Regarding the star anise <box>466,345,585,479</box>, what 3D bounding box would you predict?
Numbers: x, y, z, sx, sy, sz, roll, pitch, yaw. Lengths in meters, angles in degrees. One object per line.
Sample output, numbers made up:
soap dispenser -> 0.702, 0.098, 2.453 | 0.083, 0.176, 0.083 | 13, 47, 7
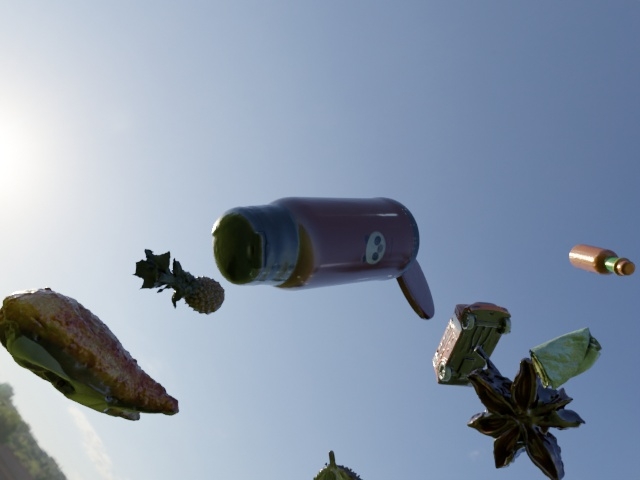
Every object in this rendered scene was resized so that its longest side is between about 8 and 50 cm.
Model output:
star anise -> 0.376, 0.317, 0.888 | 0.190, 0.126, 0.220 | 7, -85, 48

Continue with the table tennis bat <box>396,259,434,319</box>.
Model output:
table tennis bat -> 0.288, 0.071, 1.627 | 0.051, 0.268, 0.414 | -27, -111, 23

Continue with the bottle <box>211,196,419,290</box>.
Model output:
bottle -> 0.000, 0.000, 0.723 | 0.144, 0.336, 0.144 | 2, -88, 45

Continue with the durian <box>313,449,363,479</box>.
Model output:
durian -> 0.047, 0.573, 1.095 | 0.091, 0.148, 0.188 | 42, 31, -74

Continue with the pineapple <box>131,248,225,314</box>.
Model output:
pineapple -> -0.385, 0.118, 1.357 | 0.119, 0.130, 0.277 | 41, 1, 38

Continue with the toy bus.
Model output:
toy bus -> 0.474, 0.317, 1.546 | 0.143, 0.153, 0.329 | 7, -58, -8

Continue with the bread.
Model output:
bread -> -0.311, 0.159, 0.648 | 0.139, 0.095, 0.269 | -14, -47, 32

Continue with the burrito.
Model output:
burrito -> 0.407, 0.192, 0.793 | 0.044, 0.118, 0.074 | 73, -6, -54

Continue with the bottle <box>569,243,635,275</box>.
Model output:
bottle -> 0.700, 0.053, 1.197 | 0.069, 0.069, 0.187 | 61, 1, -8
